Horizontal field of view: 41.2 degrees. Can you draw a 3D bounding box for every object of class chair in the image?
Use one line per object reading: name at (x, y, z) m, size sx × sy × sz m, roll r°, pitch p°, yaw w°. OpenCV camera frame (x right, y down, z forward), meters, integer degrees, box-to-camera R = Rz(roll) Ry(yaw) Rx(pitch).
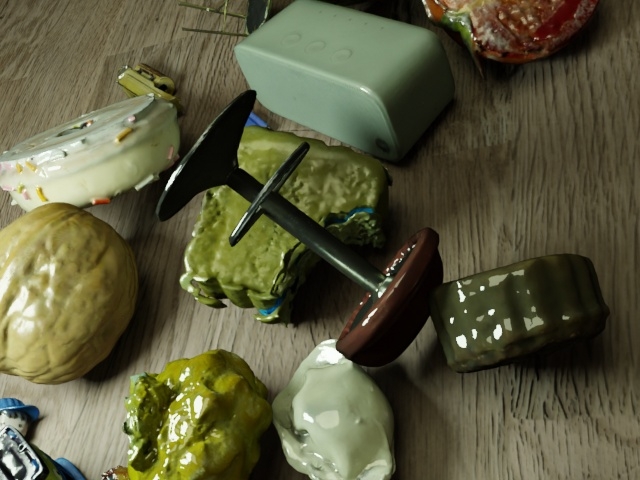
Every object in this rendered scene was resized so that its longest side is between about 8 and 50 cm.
chair at (0.000, 0.000, 1.164) m, size 0.401 × 0.226 × 0.226 m, roll 37°, pitch 73°, yaw -1°
chair at (-0.134, -0.520, 1.858) m, size 0.325 × 0.170 × 0.160 m, roll 5°, pitch 39°, yaw -23°

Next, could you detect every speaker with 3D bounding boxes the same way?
speaker at (0.043, -0.310, 1.573) m, size 0.406 × 0.183 × 0.184 m, roll 29°, pitch 67°, yaw 40°

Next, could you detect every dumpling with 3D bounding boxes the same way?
dumpling at (0.020, 0.254, 1.185) m, size 0.162 × 0.132 × 0.250 m, roll -25°, pitch 47°, yaw 3°

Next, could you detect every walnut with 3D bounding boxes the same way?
walnut at (-0.464, 0.092, 1.473) m, size 0.313 × 0.277 × 0.252 m, roll -59°, pitch 14°, yaw -21°

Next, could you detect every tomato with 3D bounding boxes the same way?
tomato at (0.333, -0.438, 1.526) m, size 0.309 × 0.170 × 0.309 m, roll 0°, pitch 81°, yaw 0°

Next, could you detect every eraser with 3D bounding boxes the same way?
eraser at (-0.142, -0.220, 1.700) m, size 0.063 × 0.027 × 0.084 m, roll -41°, pitch 47°, yaw -7°

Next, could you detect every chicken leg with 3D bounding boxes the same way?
chicken leg at (-0.283, 0.387, 1.313) m, size 0.145 × 0.037 × 0.062 m, roll 19°, pitch 50°, yaw 36°

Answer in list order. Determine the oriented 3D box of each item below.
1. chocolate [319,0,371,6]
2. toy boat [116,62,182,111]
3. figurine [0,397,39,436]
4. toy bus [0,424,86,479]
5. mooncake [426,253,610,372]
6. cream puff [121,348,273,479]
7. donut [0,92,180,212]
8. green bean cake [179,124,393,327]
chocolate at (0.074, -0.562, 1.651) m, size 0.301 × 0.289 × 0.137 m, roll -9°, pitch 87°, yaw 5°
toy boat at (-0.374, -0.338, 1.885) m, size 0.088 × 0.068 × 0.226 m, roll -44°, pitch 47°, yaw -16°
figurine at (-0.532, 0.342, 1.454) m, size 0.087 × 0.086 × 0.149 m, roll -43°, pitch 44°, yaw 51°
toy bus at (-0.502, 0.443, 1.284) m, size 0.138 × 0.175 × 0.288 m, roll 31°, pitch 73°, yaw 41°
mooncake at (0.260, 0.100, 1.119) m, size 0.228 × 0.228 × 0.124 m, roll -16°, pitch 74°, yaw 16°
cream puff at (-0.204, 0.270, 1.210) m, size 0.282 × 0.185 × 0.282 m, roll -38°, pitch 31°, yaw 28°
donut at (-0.445, -0.162, 1.662) m, size 0.382 × 0.142 × 0.382 m, roll -18°, pitch 19°, yaw 7°
green bean cake at (-0.044, -0.004, 1.380) m, size 0.285 × 0.202 × 0.310 m, roll 19°, pitch 77°, yaw 9°
